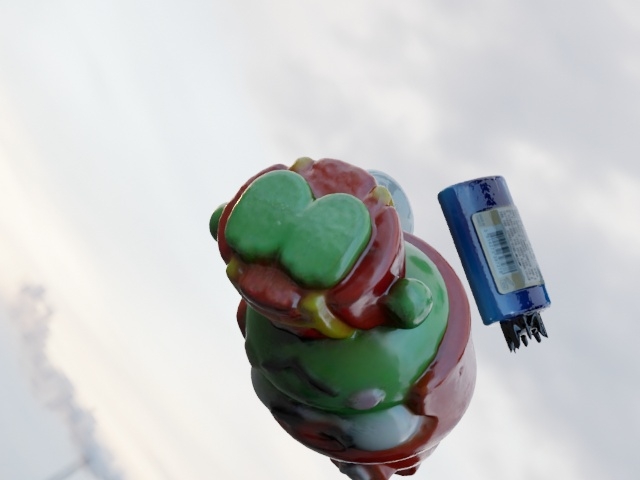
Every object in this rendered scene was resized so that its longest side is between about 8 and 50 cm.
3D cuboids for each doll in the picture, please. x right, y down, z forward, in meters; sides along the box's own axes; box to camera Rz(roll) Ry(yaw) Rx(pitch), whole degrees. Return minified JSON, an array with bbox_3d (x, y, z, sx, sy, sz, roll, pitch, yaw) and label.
[{"bbox_3d":[0.029,0.077,1.402,0.183,0.160,0.363,16,-33,25],"label":"doll"}]

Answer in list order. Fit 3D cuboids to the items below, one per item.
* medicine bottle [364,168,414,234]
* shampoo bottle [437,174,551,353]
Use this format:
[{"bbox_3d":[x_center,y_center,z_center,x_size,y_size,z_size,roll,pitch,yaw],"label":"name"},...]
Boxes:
[{"bbox_3d":[0.000,0.000,1.767,0.183,0.086,0.086,-25,-81,46],"label":"medicine bottle"},{"bbox_3d":[0.186,0.025,1.922,0.050,0.087,0.183,-33,-107,53],"label":"shampoo bottle"}]
